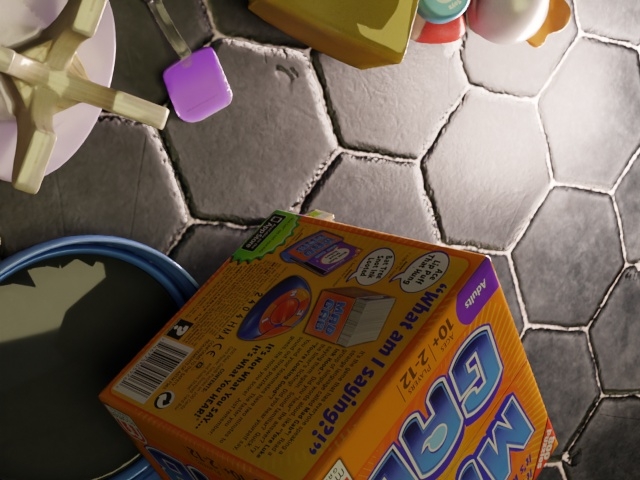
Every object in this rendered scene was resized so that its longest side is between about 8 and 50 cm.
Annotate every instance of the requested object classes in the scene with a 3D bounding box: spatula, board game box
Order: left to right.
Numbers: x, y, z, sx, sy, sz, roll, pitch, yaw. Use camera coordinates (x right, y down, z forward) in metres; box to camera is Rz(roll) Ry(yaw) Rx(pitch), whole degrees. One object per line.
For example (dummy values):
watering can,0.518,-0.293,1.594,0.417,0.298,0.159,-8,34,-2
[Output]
spatula,-0.203,-0.288,1.208,0.084,0.030,0.296,-34,116,-17
board game box,0.024,0.229,1.194,0.356,0.356,0.356,-48,130,-27

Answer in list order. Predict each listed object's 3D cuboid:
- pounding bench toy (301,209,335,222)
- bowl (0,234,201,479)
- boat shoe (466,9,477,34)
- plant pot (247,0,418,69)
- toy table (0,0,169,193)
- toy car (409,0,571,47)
pounding bench toy,0.000,0.000,1.357,0.052,0.083,0.065,-23,111,-24
bowl,-0.312,0.183,1.223,0.391,0.077,0.391,-7,104,-29
boat shoe,0.298,-0.450,1.416,0.113,0.103,0.302,22,89,-37
plant pot,0.017,-0.352,1.226,0.187,0.212,0.212,12,95,-13
toy table,-0.315,-0.193,1.090,0.252,0.161,0.274,5,99,-30
toy car,0.234,-0.356,1.293,0.237,0.219,0.210,13,94,-9
